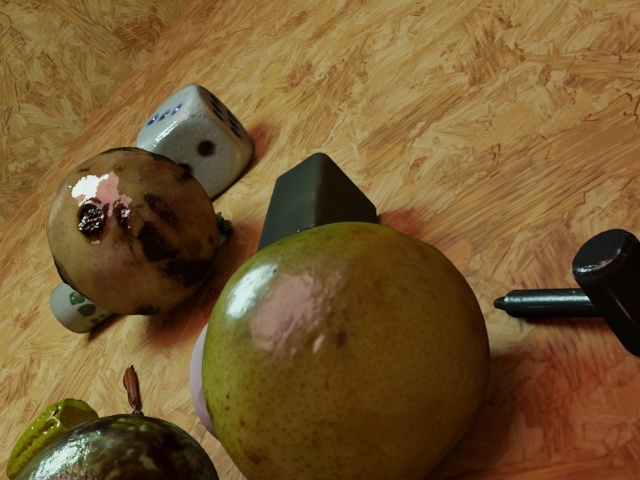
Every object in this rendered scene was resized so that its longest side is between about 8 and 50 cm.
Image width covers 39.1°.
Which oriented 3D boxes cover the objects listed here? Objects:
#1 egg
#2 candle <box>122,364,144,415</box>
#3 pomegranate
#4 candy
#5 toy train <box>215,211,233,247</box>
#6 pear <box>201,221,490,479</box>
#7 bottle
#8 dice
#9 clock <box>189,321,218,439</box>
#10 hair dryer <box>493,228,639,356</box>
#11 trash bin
[{"bbox_3d":[-0.258,0.334,1.088,0.238,0.290,0.238,15,108,53],"label":"egg"},{"bbox_3d":[-0.325,0.266,1.557,0.026,0.021,0.167,-26,25,-6],"label":"candle"},{"bbox_3d":[-0.343,-0.015,1.654,0.322,0.322,0.322,-34,29,22],"label":"pomegranate"},{"bbox_3d":[-0.470,0.359,1.547,0.199,0.106,0.094,-41,9,20],"label":"candy"},{"bbox_3d":[-0.202,-0.023,1.774,0.053,0.033,0.083,-46,26,7],"label":"toy train"},{"bbox_3d":[0.018,0.139,0.960,0.304,0.304,0.304,-34,29,22],"label":"pear"},{"bbox_3d":[-0.431,0.083,1.857,0.253,0.120,0.120,-34,29,19],"label":"bottle"},{"bbox_3d":[-0.273,-0.209,1.959,0.192,0.194,0.193,-38,26,13],"label":"dice"},{"bbox_3d":[-0.063,0.168,1.128,0.068,0.197,0.196,-8,45,52],"label":"clock"},{"bbox_3d":[0.259,0.052,0.954,0.070,0.114,0.248,-46,18,-21],"label":"hair dryer"},{"bbox_3d":[0.000,0.000,1.313,0.122,0.164,0.240,-32,29,24],"label":"trash bin"}]
